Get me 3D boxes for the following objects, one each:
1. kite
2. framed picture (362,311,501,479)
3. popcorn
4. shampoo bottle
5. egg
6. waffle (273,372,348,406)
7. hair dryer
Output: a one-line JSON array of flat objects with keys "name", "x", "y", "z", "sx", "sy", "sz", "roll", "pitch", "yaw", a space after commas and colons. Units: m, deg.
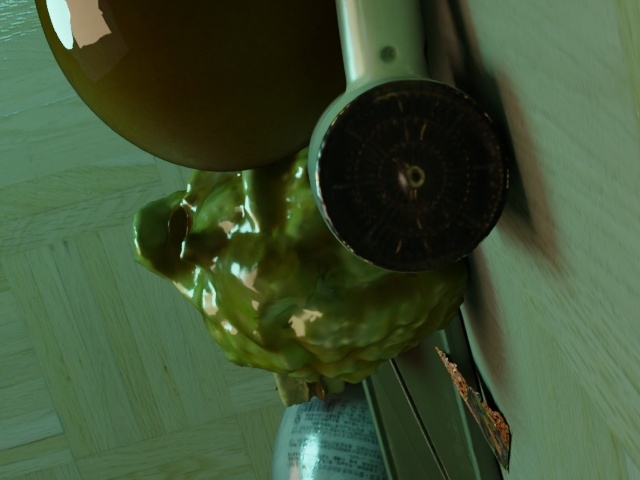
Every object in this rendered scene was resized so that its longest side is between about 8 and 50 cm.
[{"name": "kite", "x": 0.178, "y": 0.202, "z": 1.383, "sx": 0.222, "sy": 0.008, "sz": 0.125, "roll": -128, "pitch": 15, "yaw": -66}, {"name": "framed picture", "x": 0.139, "y": 0.261, "z": 1.630, "sx": 0.326, "sy": 0.028, "sz": 0.446, "roll": 20, "pitch": 127, "yaw": 67}, {"name": "popcorn", "x": -0.004, "y": 0.002, "z": 1.300, "sx": 0.279, "sy": 0.274, "sz": 0.335, "roll": 58, "pitch": 152, "yaw": -3}, {"name": "shampoo bottle", "x": 0.062, "y": 0.341, "z": 1.940, "sx": 0.273, "sy": 0.273, "sz": 0.266, "roll": 75, "pitch": -152, "yaw": -68}, {"name": "egg", "x": -0.090, "y": -0.207, "z": 1.074, "sx": 0.351, "sy": 0.283, "sz": 0.282, "roll": 69, "pitch": -176, "yaw": -61}, {"name": "waffle", "x": -0.048, "y": 0.024, "z": 1.807, "sx": 0.261, "sy": 0.114, "sz": 0.376, "roll": -110, "pitch": 9, "yaw": -50}, {"name": "hair dryer", "x": 0.040, "y": -0.167, "z": 0.894, "sx": 0.203, "sy": 0.128, "sz": 0.362, "roll": -98, "pitch": 0, "yaw": -83}]
